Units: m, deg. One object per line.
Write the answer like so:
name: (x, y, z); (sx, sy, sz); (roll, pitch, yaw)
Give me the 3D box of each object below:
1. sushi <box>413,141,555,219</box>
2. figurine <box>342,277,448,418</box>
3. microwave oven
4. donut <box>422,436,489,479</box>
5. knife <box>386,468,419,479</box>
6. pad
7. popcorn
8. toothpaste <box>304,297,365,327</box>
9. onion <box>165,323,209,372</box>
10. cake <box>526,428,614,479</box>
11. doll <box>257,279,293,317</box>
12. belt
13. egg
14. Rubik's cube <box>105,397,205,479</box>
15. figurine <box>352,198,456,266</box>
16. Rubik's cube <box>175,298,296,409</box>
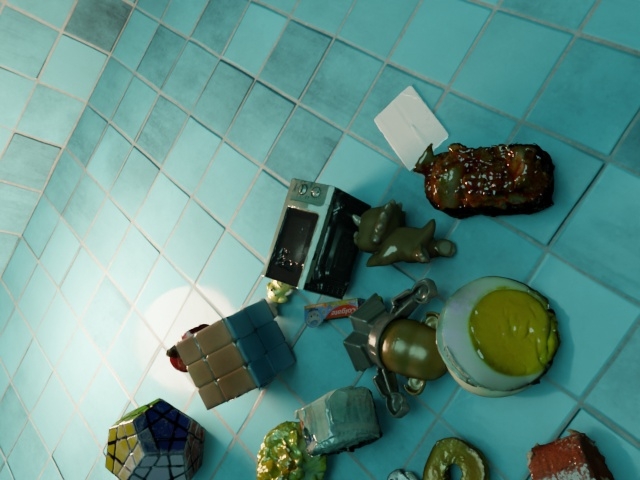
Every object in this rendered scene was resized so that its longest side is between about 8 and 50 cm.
sushi: (0.403, -0.162, 1.521); (0.343, 0.182, 0.196); (-1, 71, 34)
figurine: (0.208, 0.269, 1.567); (0.285, 0.167, 0.342); (9, 106, 46)
microwave oven: (0.000, 0.000, 1.746); (0.181, 0.237, 0.295); (14, 86, 38)
donut: (0.329, 0.566, 1.465); (0.162, 0.065, 0.178); (35, 101, 43)
knife: (0.271, 0.661, 1.498); (0.265, 0.040, 0.073); (36, 93, 38)
pad: (0.260, -0.329, 1.781); (0.156, 0.004, 0.232); (-41, 57, 22)
popcorn: (-0.082, 0.615, 1.691); (0.204, 0.184, 0.221); (-7, 61, 40)
toothpaste: (0.041, 0.215, 1.785); (0.193, 0.044, 0.070); (-13, 73, 35)
onion: (-0.432, 0.378, 2.048); (0.098, 0.151, 0.206); (50, 126, 19)
cake: (0.533, 0.535, 1.244); (0.151, 0.177, 0.283); (-31, 63, 28)
doll: (-0.142, 0.172, 1.923); (0.106, 0.062, 0.162); (39, 104, 42)
belt: (0.050, 0.473, 1.579); (0.207, 0.257, 0.150); (-18, 66, 3)
egg: (0.402, 0.231, 1.429); (0.264, 0.174, 0.286); (28, 70, 14)
Rubik's cube: (-0.526, 0.663, 1.960); (0.319, 0.319, 0.264); (61, 142, 31)
figurine: (0.204, -0.025, 1.638); (0.247, 0.177, 0.173); (-5, 94, 48)
Rubik's cube: (-0.248, 0.338, 1.824); (0.221, 0.231, 0.224); (-30, 85, 27)
